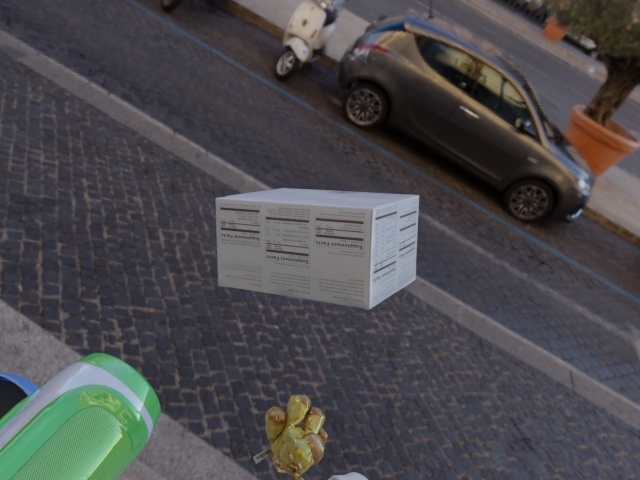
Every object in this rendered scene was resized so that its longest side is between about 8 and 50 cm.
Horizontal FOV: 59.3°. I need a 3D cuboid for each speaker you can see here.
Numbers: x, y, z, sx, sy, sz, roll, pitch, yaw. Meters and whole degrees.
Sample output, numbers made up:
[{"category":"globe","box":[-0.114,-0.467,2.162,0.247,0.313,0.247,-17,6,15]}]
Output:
[{"category":"speaker","box":[-0.287,0.247,0.536,0.131,0.131,0.296,32,43,5]}]

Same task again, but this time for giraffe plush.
[{"category":"giraffe plush","box":[-0.061,0.508,1.393,0.181,0.210,0.170,50,-15,-12]}]

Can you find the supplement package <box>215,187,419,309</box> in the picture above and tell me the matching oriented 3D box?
[{"category":"supplement package","box":[0.000,0.000,0.894,0.262,0.145,0.204,6,12,27]}]

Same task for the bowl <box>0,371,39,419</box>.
[{"category":"bowl","box":[-0.847,0.532,1.453,0.391,0.391,0.077,38,4,14]}]

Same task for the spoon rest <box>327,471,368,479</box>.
[{"category":"spoon rest","box":[0.025,0.497,0.969,0.137,0.276,0.084,2,30,-24]}]
